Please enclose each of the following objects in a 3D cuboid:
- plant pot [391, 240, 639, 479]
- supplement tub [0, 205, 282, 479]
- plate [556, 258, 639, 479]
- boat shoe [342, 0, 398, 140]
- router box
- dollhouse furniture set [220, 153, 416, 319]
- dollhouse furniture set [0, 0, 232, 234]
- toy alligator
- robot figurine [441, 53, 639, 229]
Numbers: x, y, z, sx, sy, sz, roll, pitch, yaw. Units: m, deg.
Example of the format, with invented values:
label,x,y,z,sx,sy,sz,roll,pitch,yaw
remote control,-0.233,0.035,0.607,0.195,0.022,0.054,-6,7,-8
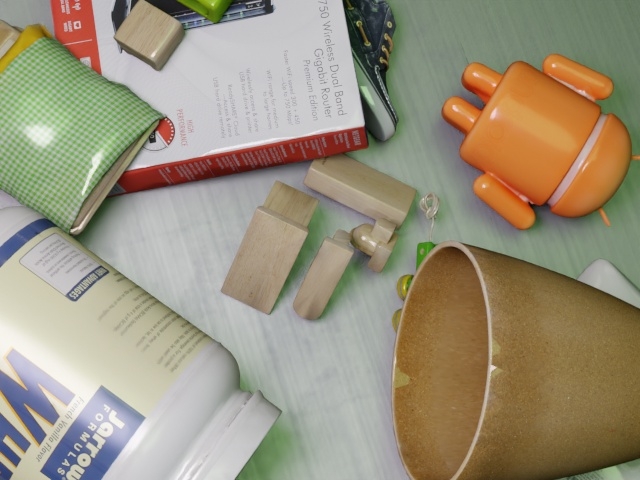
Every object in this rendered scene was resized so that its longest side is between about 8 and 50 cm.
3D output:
label,x,y,z,sx,sy,sz,roll,pitch,yaw
plant pot,0.226,0.134,1.349,0.254,0.237,0.237,8,74,-18
supplement tub,-0.223,0.146,1.306,0.325,0.235,0.235,35,74,3
plate,0.317,0.199,1.464,0.277,0.045,0.278,43,75,4
boat shoe,0.056,-0.202,1.523,0.083,0.065,0.183,-26,79,-12
router box,-0.125,-0.236,1.468,0.301,0.082,0.335,-11,76,3
dollhouse furniture set,0.000,0.000,1.483,0.144,0.123,0.151,26,39,0
dollhouse furniture set,-0.247,-0.185,1.346,0.198,0.151,0.301,32,82,12
toy alligator,0.118,0.045,1.477,0.051,0.056,0.189,27,66,-44
robot figurine,0.236,-0.105,1.492,0.219,0.128,0.158,30,52,2
